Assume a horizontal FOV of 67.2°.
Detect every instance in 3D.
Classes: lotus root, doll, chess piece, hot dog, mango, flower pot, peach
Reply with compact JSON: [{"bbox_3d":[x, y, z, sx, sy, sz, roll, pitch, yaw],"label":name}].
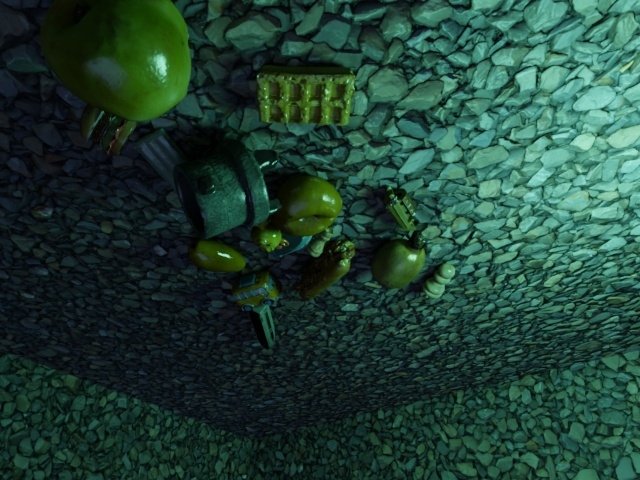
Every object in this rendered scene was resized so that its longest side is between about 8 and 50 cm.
[{"bbox_3d":[0.318,0.072,1.882,0.182,0.183,0.310,17,137,-20],"label":"lotus root"},{"bbox_3d":[-0.202,-0.040,1.763,0.142,0.136,0.221,-1,139,16],"label":"doll"},{"bbox_3d":[0.514,0.166,2.065,0.094,0.094,0.171,10,137,-14],"label":"chess piece"},{"bbox_3d":[0.000,0.000,1.859,0.066,0.066,0.122,21,122,-25],"label":"chess piece"},{"bbox_3d":[0.007,0.117,1.951,0.117,0.158,0.349,36,135,-13],"label":"hot dog"},{"bbox_3d":[-0.412,0.067,1.912,0.253,0.113,0.138,22,133,-36],"label":"mango"},{"bbox_3d":[-0.279,-0.177,1.476,0.282,0.299,0.299,-21,149,-24],"label":"flower pot"},{"bbox_3d":[-0.049,-0.114,1.653,0.250,0.153,0.251,-3,146,-2],"label":"peach"},{"bbox_3d":[-0.469,-0.437,1.140,0.313,0.282,0.316,-11,149,4],"label":"peach"}]

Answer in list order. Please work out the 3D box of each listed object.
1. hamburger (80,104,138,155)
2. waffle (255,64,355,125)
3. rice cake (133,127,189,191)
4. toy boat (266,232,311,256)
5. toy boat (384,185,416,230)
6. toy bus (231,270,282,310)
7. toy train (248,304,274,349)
[{"bbox_3d":[-0.601,-0.335,1.364,0.136,0.175,0.175,31,132,-25],"label":"hamburger"},{"bbox_3d":[-0.042,-0.408,1.357,0.273,0.057,0.168,1,141,-2],"label":"waffle"},{"bbox_3d":[-0.486,-0.253,1.559,0.127,0.043,0.237,-17,140,18],"label":"rice cake"},{"bbox_3d":[-0.107,0.001,1.869,0.215,0.089,0.102,-25,170,27],"label":"toy boat"},{"bbox_3d":[0.295,-0.112,1.727,0.087,0.068,0.226,-26,135,17],"label":"toy boat"},{"bbox_3d":[-0.282,0.209,2.083,0.209,0.126,0.136,-16,130,19],"label":"toy bus"},{"bbox_3d":[-0.278,0.410,2.360,0.086,0.088,0.407,27,148,22],"label":"toy train"}]
